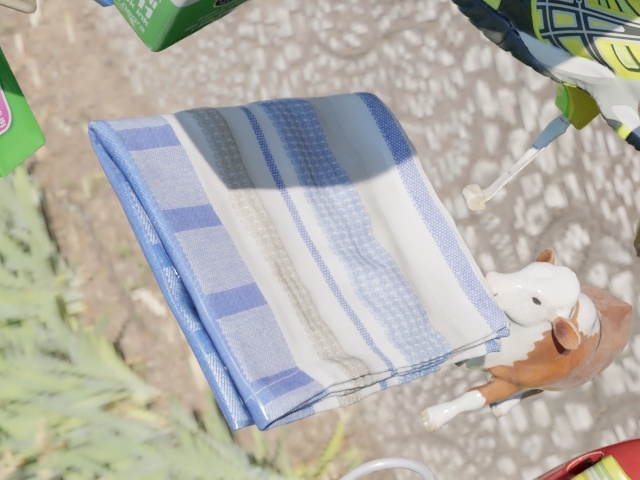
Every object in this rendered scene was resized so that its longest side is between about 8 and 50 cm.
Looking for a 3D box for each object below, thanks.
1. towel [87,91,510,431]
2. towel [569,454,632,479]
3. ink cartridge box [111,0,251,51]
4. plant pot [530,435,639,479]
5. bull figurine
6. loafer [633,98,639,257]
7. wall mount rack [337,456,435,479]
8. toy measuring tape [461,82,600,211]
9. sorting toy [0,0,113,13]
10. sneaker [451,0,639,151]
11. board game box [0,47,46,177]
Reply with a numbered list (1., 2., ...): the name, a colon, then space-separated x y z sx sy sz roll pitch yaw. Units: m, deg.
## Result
1. towel: 0.000 0.000 0.930 0.034 0.285 0.209 -36 76 34
2. towel: 0.149 0.265 1.118 0.102 0.237 0.021 58 -171 15
3. ink cartridge box: -0.002 -0.170 0.539 0.087 0.153 0.208 56 157 2
4. plant pot: 0.283 0.243 1.218 0.174 0.191 0.191 -35 70 21
5. bull figurine: 0.185 0.092 1.336 0.188 0.310 0.101 -29 71 22
6. loafer: 0.332 -0.005 1.278 0.366 0.130 0.133 50 -155 -47
7. wall mount rack: -0.036 0.357 1.589 0.304 0.350 0.130 11 122 45
8. toy measuring tape: 0.259 -0.178 1.669 0.330 0.121 0.121 -42 59 11
9. sorting toy: -0.286 -0.283 1.126 0.047 0.348 0.196 -4 78 42
10. sneaker: 0.275 -0.218 1.419 0.385 0.145 0.147 38 128 20
11. board game box: -0.421 -0.217 1.427 0.242 0.064 0.316 9 133 38
